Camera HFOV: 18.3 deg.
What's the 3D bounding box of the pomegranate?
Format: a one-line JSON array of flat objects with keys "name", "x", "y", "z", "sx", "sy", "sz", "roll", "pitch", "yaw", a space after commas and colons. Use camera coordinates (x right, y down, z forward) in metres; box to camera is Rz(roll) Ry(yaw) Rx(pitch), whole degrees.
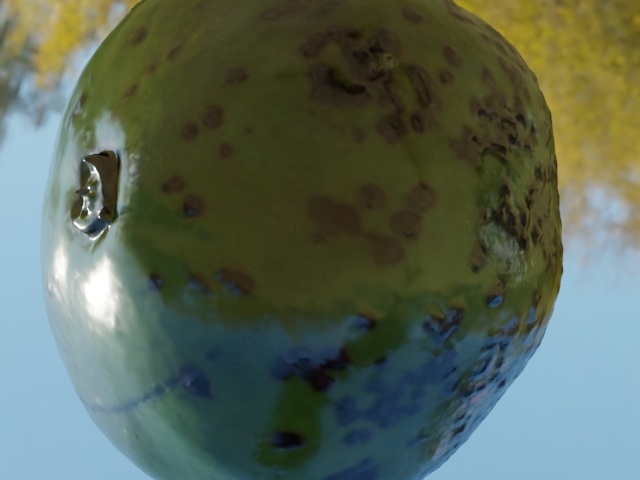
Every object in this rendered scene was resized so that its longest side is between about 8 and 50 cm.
[{"name": "pomegranate", "x": 0.000, "y": 0.000, "z": 0.892, "sx": 0.270, "sy": 0.254, "sz": 0.254, "roll": 12, "pitch": -164, "yaw": -48}]
